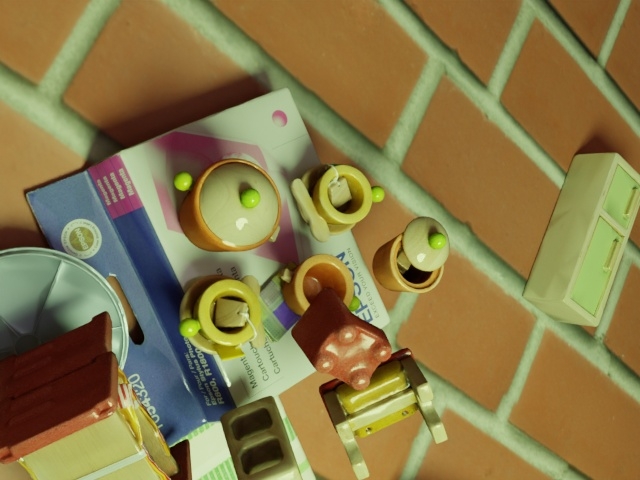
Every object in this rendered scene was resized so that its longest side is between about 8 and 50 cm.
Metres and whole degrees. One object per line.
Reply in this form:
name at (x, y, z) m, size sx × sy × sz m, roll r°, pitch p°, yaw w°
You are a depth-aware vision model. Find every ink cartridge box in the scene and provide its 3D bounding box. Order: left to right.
ink cartridge box at (-0.109, 0.026, 0.934) m, size 0.330 × 0.071 × 0.324 m, roll -29°, pitch 100°, yaw -33°

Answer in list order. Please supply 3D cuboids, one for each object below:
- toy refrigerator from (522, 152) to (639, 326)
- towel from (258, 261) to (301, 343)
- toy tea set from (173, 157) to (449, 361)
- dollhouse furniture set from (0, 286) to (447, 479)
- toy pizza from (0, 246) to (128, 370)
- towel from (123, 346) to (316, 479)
toy refrigerator at (0.440, -0.003, 1.337) m, size 0.102 × 0.094 × 0.269 m, roll 34°, pitch 72°, yaw -31°
towel at (-0.041, 0.069, 0.925) m, size 0.083 × 0.009 × 0.060 m, roll -42°, pitch 108°, yaw -27°
toy tea set at (0.000, 0.000, 0.879) m, size 0.336 × 0.124 × 0.200 m, roll -12°, pitch 86°, yaw -29°
dollhouse furniture set at (-0.093, 0.152, 0.786) m, size 0.374 × 0.152 × 0.201 m, roll -23°, pitch 120°, yaw -5°
toy pizza at (-0.300, 0.104, 0.831) m, size 0.201 × 0.032 × 0.201 m, roll -4°, pitch 101°, yaw -21°
towel at (-0.133, 0.269, 0.975) m, size 0.248 × 0.038 × 0.325 m, roll -31°, pitch 109°, yaw -31°
